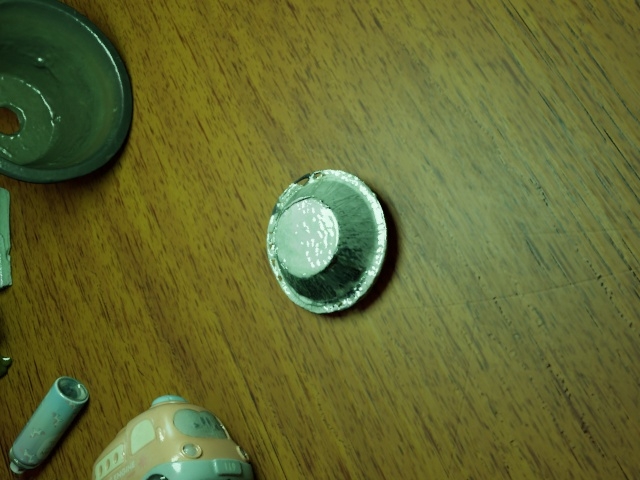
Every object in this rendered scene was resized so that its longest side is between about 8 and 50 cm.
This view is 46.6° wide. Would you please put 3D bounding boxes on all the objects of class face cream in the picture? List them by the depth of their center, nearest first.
[{"bbox_3d":[-0.559,0.382,1.506,0.075,0.075,0.229,47,109,29],"label":"face cream"}]

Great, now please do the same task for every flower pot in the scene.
[{"bbox_3d":[-0.594,-0.275,1.510,0.251,0.379,0.380,-18,72,52],"label":"flower pot"}]

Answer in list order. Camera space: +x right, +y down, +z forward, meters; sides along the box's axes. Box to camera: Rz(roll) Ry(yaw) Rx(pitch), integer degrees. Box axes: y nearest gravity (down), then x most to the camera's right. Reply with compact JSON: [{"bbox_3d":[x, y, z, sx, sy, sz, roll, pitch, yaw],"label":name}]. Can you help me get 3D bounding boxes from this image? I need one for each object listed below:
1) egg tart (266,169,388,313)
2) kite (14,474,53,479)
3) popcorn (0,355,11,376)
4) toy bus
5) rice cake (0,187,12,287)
[{"bbox_3d":[0.000,0.000,1.185,0.234,0.094,0.234,-4,83,32],"label":"egg tart"},{"bbox_3d":[-0.575,0.662,1.508,0.204,0.022,0.361,-3,85,33],"label":"kite"},{"bbox_3d":[-0.843,0.211,1.601,0.315,0.281,0.298,-9,78,28],"label":"popcorn"},{"bbox_3d":[-0.262,0.392,1.254,0.287,0.194,0.232,-40,51,23],"label":"toy bus"},{"bbox_3d":[-0.760,0.005,1.711,0.127,0.043,0.237,-18,74,30],"label":"rice cake"}]
